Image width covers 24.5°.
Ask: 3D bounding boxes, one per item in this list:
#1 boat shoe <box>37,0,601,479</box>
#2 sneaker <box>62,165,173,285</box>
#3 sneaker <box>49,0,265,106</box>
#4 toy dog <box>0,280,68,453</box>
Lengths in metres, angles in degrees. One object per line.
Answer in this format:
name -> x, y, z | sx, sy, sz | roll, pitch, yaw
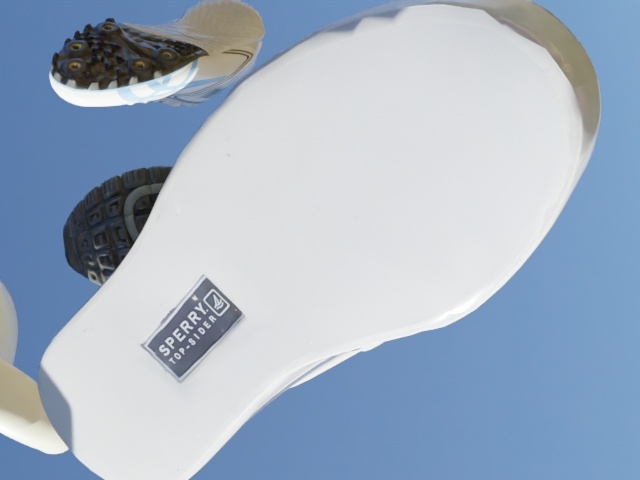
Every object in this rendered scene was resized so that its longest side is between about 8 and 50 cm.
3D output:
boat shoe -> 0.000, 0.000, 0.493 | 0.096, 0.267, 0.088 | 45, -137, 2
sneaker -> -0.066, -0.010, 1.213 | 0.130, 0.286, 0.109 | 85, 176, -81
sneaker -> -0.127, -0.136, 1.184 | 0.085, 0.086, 0.237 | 33, -149, 21
toy dog -> -0.397, 0.088, 1.327 | 0.408, 0.396, 0.284 | 119, 166, -72
